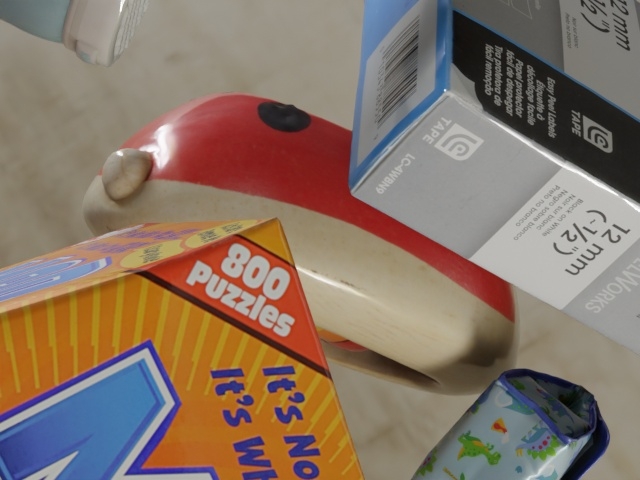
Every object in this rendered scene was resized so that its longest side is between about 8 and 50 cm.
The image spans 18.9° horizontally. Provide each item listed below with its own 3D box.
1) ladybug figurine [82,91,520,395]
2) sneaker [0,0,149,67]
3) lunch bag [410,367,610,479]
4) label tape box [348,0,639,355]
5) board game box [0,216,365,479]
[{"bbox_3d":[0.000,0.000,1.575,0.305,0.161,0.449,12,169,42],"label":"ladybug figurine"},{"bbox_3d":[-0.138,-0.307,1.254,0.150,0.365,0.135,21,180,-1],"label":"sneaker"},{"bbox_3d":[0.157,0.173,1.532,0.096,0.129,0.151,45,-165,15],"label":"lunch bag"},{"bbox_3d":[0.193,-0.061,1.296,0.348,0.115,0.249,27,-143,-18],"label":"label tape box"},{"bbox_3d":[-0.171,0.210,1.000,0.356,0.356,0.356,-179,71,-75],"label":"board game box"}]
